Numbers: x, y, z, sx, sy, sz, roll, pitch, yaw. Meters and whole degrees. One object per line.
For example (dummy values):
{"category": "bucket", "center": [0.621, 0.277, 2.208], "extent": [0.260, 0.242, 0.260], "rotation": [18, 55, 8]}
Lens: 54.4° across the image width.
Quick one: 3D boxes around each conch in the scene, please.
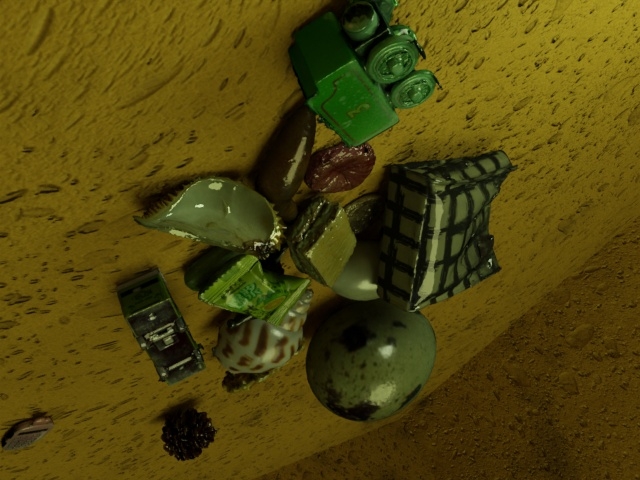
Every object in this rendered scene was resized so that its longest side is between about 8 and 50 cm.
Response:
{"category": "conch", "center": [-0.125, 0.222, 1.534], "extent": [0.275, 0.148, 0.183], "rotation": [-59, 139, -11]}

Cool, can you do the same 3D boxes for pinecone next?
{"category": "pinecone", "center": [-0.397, 0.587, 1.896], "extent": [0.173, 0.174, 0.174], "rotation": [-24, 153, -13]}

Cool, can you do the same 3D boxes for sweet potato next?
{"category": "sweet potato", "center": [-0.066, -0.103, 1.130], "extent": [0.108, 0.079, 0.346], "rotation": [-33, 160, -25]}

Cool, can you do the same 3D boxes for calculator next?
{"category": "calculator", "center": [-0.713, 0.469, 1.520], "extent": [0.166, 0.024, 0.103], "rotation": [-42, 152, 26]}

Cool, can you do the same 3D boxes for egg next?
{"category": "egg", "center": [0.102, 0.073, 1.529], "extent": [0.209, 0.151, 0.151], "rotation": [-8, 146, -28]}
{"category": "egg", "center": [0.158, 0.342, 1.850], "extent": [0.428, 0.345, 0.345], "rotation": [-28, 155, -27]}

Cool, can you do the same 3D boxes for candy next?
{"category": "candy", "center": [-0.120, 0.108, 1.291], "extent": [0.149, 0.069, 0.246], "rotation": [-44, 146, 15]}

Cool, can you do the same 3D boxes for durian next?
{"category": "durian", "center": [-0.187, -0.026, 1.059], "extent": [0.252, 0.139, 0.144], "rotation": [23, 123, -19]}

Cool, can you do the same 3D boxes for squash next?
{"category": "squash", "center": [-0.178, 0.029, 1.260], "extent": [0.228, 0.066, 0.066], "rotation": [-33, 154, 2]}

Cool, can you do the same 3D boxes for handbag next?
{"category": "handbag", "center": [0.293, -0.030, 1.433], "extent": [0.327, 0.162, 0.325], "rotation": [-16, 121, -36]}

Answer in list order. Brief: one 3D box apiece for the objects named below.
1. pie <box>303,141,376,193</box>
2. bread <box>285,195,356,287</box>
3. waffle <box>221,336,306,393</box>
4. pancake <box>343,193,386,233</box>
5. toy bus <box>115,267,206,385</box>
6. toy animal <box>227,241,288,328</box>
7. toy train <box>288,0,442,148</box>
{"category": "pie", "center": [0.039, -0.140, 1.216], "extent": [0.153, 0.038, 0.153], "rotation": [-22, 152, -12]}
{"category": "bread", "center": [0.000, 0.000, 1.307], "extent": [0.138, 0.102, 0.196], "rotation": [-59, 158, -14]}
{"category": "waffle", "center": [-0.160, 0.334, 1.705], "extent": [0.262, 0.060, 0.280], "rotation": [-29, -177, -33]}
{"category": "pancake", "center": [0.094, -0.058, 1.436], "extent": [0.139, 0.022, 0.139], "rotation": [-25, 153, -14]}
{"category": "toy bus", "center": [-0.328, 0.179, 1.294], "extent": [0.113, 0.139, 0.302], "rotation": [-25, 146, -13]}
{"category": "toy animal", "center": [-0.144, 0.091, 1.389], "extent": [0.137, 0.082, 0.270], "rotation": [-11, 141, -40]}
{"category": "toy train", "center": [0.066, -0.257, 0.946], "extent": [0.188, 0.132, 0.243], "rotation": [-29, 155, 15]}
